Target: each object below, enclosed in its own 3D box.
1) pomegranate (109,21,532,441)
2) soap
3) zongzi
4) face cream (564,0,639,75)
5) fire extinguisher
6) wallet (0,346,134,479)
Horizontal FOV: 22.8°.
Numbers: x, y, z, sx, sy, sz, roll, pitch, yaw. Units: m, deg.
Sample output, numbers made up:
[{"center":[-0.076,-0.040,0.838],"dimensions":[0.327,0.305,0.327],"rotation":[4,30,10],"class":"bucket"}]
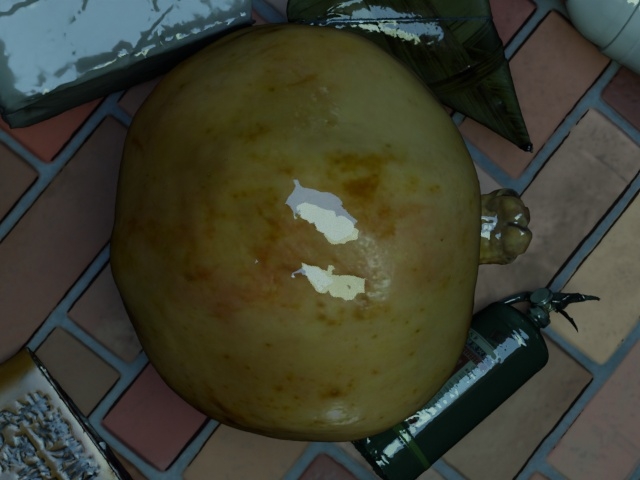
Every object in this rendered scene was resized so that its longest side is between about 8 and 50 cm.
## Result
[{"center":[0.000,0.000,1.512],"dimensions":[0.411,0.411,0.411],"rotation":[0,87,-7],"class":"pomegranate"},{"center":[-0.234,-0.368,1.590],"dimensions":[0.350,0.213,0.435],"rotation":[-18,90,-9],"class":"soap"},{"center":[0.090,-0.175,1.669],"dimensions":[0.221,0.112,0.242],"rotation":[-18,90,-9],"class":"zongzi"},{"center":[0.356,-0.249,1.694],"dimensions":[0.369,0.145,0.145],"rotation":[27,84,-4],"class":"face cream"},{"center":[0.161,0.137,1.672],"dimensions":[0.294,0.118,0.093],"rotation":[-40,127,-8],"class":"fire extinguisher"},{"center":[-0.306,0.228,1.631],"dimensions":[0.161,0.042,0.195],"rotation":[-35,92,-7],"class":"wallet"}]
